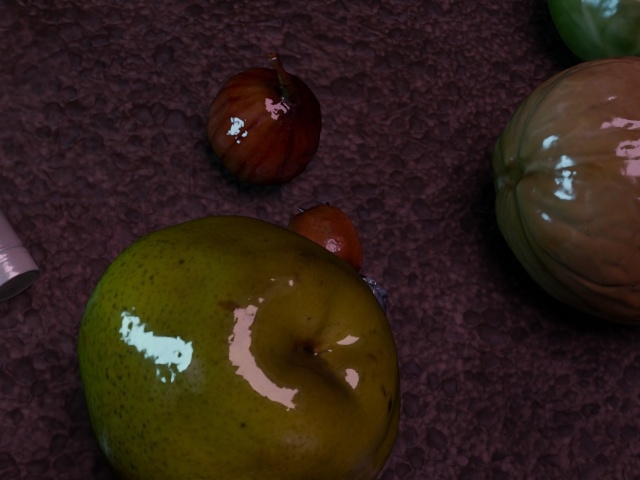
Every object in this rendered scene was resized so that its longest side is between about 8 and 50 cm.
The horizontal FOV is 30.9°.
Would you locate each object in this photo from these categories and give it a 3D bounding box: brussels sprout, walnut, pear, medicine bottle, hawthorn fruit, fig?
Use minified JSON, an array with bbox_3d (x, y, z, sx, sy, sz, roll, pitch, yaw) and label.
[{"bbox_3d":[0.393,-0.297,1.410,0.244,0.244,0.244,8,63,-16],"label":"brussels sprout"},{"bbox_3d":[0.339,-0.053,1.238,0.313,0.252,0.277,3,53,-24],"label":"walnut"},{"bbox_3d":[-0.070,0.117,0.991,0.294,0.294,0.294,8,63,-16],"label":"pear"},{"bbox_3d":[-0.309,0.008,1.082,0.057,0.057,0.089,-30,78,-30],"label":"medicine bottle"},{"bbox_3d":[0.000,0.000,1.189,0.081,0.081,0.093,2,62,-19],"label":"hawthorn fruit"},{"bbox_3d":[-0.053,-0.134,1.209,0.128,0.150,0.128,18,22,-8],"label":"fig"}]

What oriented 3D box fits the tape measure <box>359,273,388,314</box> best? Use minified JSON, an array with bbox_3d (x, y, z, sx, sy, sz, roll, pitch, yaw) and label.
[{"bbox_3d":[0.023,0.080,1.152,0.091,0.094,0.054,-15,27,-23],"label":"tape measure"}]
